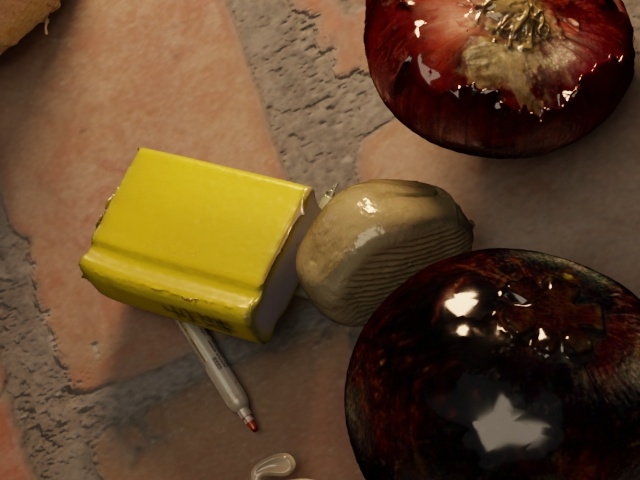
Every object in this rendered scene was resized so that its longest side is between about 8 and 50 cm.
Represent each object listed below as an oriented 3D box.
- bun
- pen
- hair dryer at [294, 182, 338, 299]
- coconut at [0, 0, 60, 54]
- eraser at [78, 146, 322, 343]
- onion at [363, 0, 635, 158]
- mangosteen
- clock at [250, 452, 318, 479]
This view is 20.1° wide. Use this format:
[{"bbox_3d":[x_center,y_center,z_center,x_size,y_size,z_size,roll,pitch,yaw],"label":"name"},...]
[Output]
[{"bbox_3d":[0.056,-0.002,1.734,0.166,0.173,0.113,-47,58,24],"label":"bun"},{"bbox_3d":[-0.121,0.105,1.839,0.026,0.026,0.218,-37,70,7],"label":"pen"},{"bbox_3d":[0.000,0.000,1.821,0.063,0.038,0.124,16,76,19],"label":"hair dryer"},{"bbox_3d":[-0.420,-0.325,1.909,0.297,0.254,0.297,-4,75,16],"label":"coconut"},{"bbox_3d":[-0.118,0.003,1.804,0.226,0.069,0.158,14,65,29],"label":"eraser"},{"bbox_3d":[0.162,-0.176,1.733,0.272,0.195,0.272,7,49,-9],"label":"onion"},{"bbox_3d":[0.172,0.163,1.599,0.330,0.330,0.330,-4,77,17],"label":"mangosteen"},{"bbox_3d":[-0.018,0.305,1.741,0.151,0.062,0.191,-46,68,5],"label":"clock"}]
